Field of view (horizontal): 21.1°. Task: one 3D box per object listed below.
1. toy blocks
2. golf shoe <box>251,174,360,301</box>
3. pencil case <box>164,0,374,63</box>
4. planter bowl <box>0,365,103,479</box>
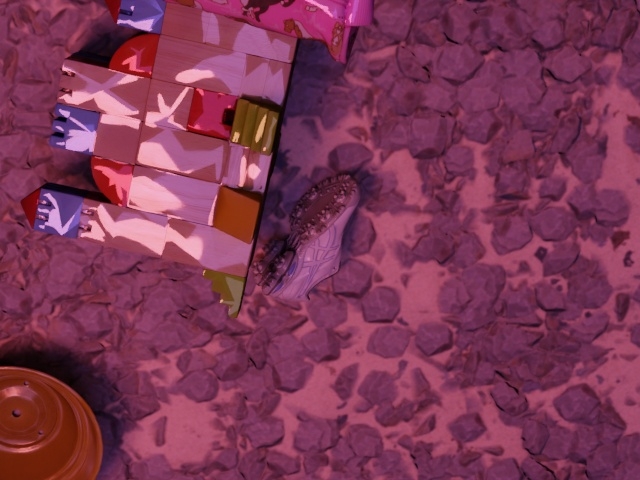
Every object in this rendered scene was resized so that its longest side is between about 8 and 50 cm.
[{"bbox_3d":[-0.175,-0.134,1.883,0.261,0.191,0.381,13,102,0],"label":"toy blocks"},{"bbox_3d":[0.000,0.000,2.014,0.086,0.069,0.176,27,114,-36],"label":"golf shoe"},{"bbox_3d":[-0.123,-0.300,1.742,0.386,0.167,0.160,16,145,2],"label":"pencil case"},{"bbox_3d":[-0.368,0.226,2.063,0.217,0.090,0.217,-2,114,-4],"label":"planter bowl"}]
